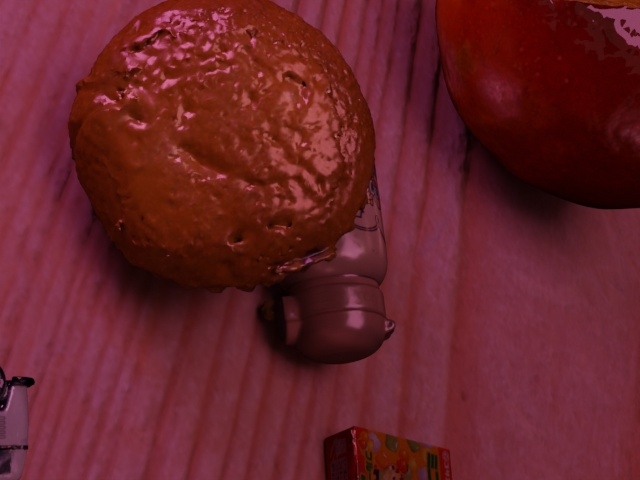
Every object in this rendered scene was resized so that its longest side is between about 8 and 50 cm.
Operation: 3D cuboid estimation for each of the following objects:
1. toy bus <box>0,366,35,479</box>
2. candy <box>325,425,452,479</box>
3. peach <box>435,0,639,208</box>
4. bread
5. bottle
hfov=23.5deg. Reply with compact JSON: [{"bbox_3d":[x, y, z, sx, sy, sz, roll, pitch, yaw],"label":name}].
[{"bbox_3d":[-0.276,0.123,0.959,0.194,0.087,0.089,4,77,-46],"label":"toy bus"},{"bbox_3d":[0.059,0.200,1.298,0.122,0.038,0.062,19,58,-39],"label":"candy"},{"bbox_3d":[0.260,-0.189,1.542,0.338,0.281,0.281,43,45,-22],"label":"peach"},{"bbox_3d":[-0.074,-0.074,1.187,0.239,0.139,0.240,0,85,-3],"label":"bread"},{"bbox_3d":[0.000,0.000,1.300,0.110,0.097,0.209,-2,68,-10],"label":"bottle"}]
